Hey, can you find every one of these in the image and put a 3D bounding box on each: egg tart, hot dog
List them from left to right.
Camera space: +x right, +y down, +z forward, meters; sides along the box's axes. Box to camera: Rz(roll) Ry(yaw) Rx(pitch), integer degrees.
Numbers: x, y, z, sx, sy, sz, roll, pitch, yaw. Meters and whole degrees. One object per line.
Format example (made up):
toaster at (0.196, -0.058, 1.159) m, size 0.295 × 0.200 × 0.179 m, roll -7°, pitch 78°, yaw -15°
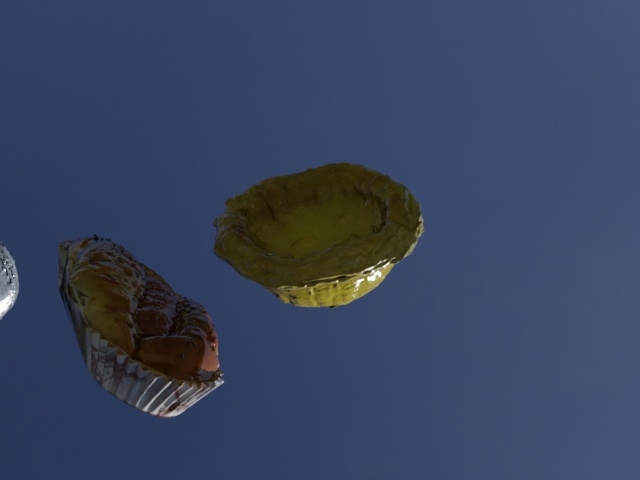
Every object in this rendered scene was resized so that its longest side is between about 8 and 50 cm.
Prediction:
hot dog at (-0.111, 0.046, 0.683) m, size 0.099 × 0.053 × 0.192 m, roll 23°, pitch -170°, yaw -23°
egg tart at (0.000, 0.000, 0.524) m, size 0.105 × 0.039 × 0.105 m, roll -9°, pitch -150°, yaw 5°

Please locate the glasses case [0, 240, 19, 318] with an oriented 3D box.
glasses case at (-0.429, 0.083, 1.116) m, size 0.282 × 0.109 × 0.067 m, roll -32°, pitch -142°, yaw -27°
